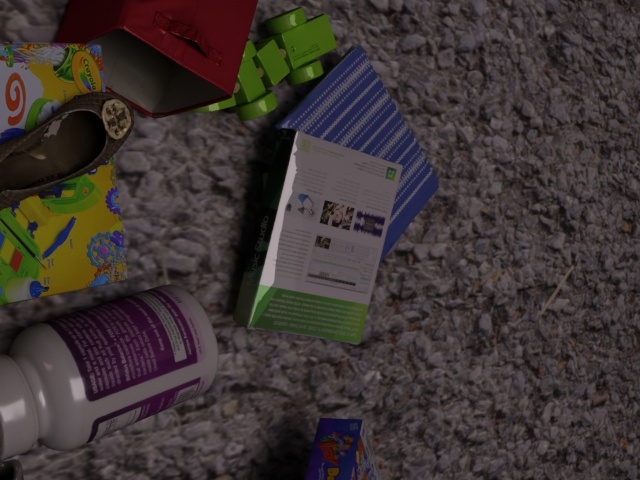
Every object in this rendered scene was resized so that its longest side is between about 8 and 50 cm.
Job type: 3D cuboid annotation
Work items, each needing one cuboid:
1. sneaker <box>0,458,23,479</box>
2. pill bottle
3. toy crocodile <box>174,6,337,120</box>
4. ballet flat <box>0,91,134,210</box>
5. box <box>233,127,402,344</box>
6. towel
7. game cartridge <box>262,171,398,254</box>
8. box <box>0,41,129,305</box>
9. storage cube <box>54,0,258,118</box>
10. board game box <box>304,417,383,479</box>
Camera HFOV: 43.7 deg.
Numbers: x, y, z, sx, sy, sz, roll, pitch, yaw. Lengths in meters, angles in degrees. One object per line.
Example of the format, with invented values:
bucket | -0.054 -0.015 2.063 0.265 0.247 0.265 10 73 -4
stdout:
sneaker | -0.437 0.305 0.886 0.229 0.086 0.132 -25 150 -41
pill bottle | -0.299 0.173 1.052 0.301 0.169 0.169 -17 103 -42
toy crocodile | -0.091 -0.284 1.284 0.340 0.105 0.115 -43 119 -39
ballet flat | -0.298 -0.095 0.873 0.250 0.058 0.084 -35 116 -38
box | 0.000 0.000 1.319 0.232 0.058 0.322 14 89 -35
towel | 0.076 -0.144 1.420 0.243 0.040 0.336 -50 122 -27
game cartridge | 0.023 -0.037 1.428 0.297 0.062 0.198 -10 103 -43
box | -0.403 -0.075 0.935 0.279 0.177 0.290 -11 99 -43
storage cube | -0.217 -0.302 1.081 0.184 0.215 0.193 27 68 -40
board game box | 0.050 0.499 1.343 0.233 0.078 0.347 -73 154 -46
